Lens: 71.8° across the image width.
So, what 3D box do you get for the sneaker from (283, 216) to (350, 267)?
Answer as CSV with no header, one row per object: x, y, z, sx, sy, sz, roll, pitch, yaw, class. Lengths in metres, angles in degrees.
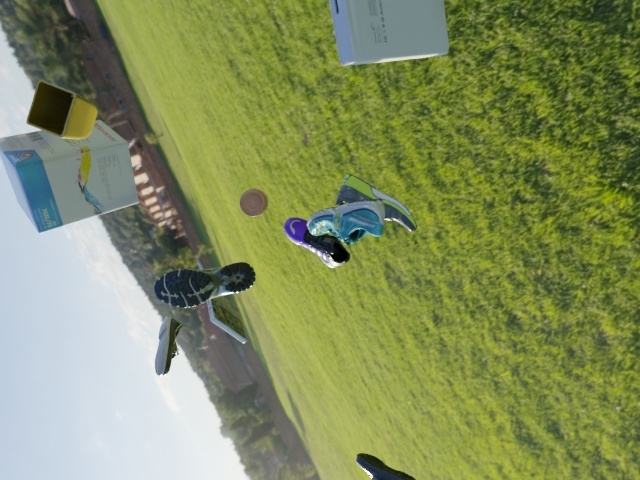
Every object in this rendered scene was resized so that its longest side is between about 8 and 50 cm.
0.001,-0.001,1.694,0.293,0.102,0.146,35,163,-20,sneaker

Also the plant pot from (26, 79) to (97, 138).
-0.457,-0.229,0.802,0.081,0.081,0.083,22,-174,10,plant pot

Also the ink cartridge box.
-0.679,-0.185,1.207,0.198,0.270,0.197,35,135,35,ink cartridge box

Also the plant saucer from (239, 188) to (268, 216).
-0.194,-0.111,1.287,0.083,0.084,0.013,60,180,6,plant saucer

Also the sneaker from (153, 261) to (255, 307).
-0.336,0.133,1.294,0.122,0.283,0.109,156,107,-70,sneaker

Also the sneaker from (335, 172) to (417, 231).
0.186,-0.104,1.493,0.300,0.121,0.111,32,-176,12,sneaker

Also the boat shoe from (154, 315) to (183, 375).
-0.433,0.307,1.285,0.065,0.075,0.206,28,-155,-29,boat shoe

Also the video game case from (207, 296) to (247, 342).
-0.369,0.287,1.720,0.201,0.023,0.183,50,-172,-41,video game case

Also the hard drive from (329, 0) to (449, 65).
0.160,-0.525,0.984,0.047,0.353,0.232,6,113,48,hard drive

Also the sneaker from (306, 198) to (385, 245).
0.062,-0.040,1.207,0.275,0.107,0.109,-11,85,49,sneaker

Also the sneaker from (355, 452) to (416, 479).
0.142,0.532,0.942,0.170,0.089,0.051,13,178,31,sneaker
